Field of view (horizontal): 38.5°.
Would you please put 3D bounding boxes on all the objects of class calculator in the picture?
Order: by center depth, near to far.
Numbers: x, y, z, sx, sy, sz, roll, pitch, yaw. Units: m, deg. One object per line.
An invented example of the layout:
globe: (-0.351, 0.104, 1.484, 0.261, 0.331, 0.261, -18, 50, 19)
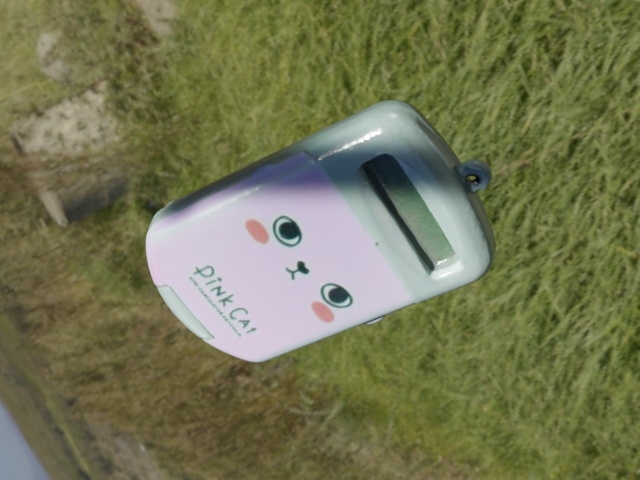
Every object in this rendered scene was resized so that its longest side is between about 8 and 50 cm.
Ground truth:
calculator: (0.000, 0.000, 0.608, 0.141, 0.246, 0.045, 55, -154, -27)
